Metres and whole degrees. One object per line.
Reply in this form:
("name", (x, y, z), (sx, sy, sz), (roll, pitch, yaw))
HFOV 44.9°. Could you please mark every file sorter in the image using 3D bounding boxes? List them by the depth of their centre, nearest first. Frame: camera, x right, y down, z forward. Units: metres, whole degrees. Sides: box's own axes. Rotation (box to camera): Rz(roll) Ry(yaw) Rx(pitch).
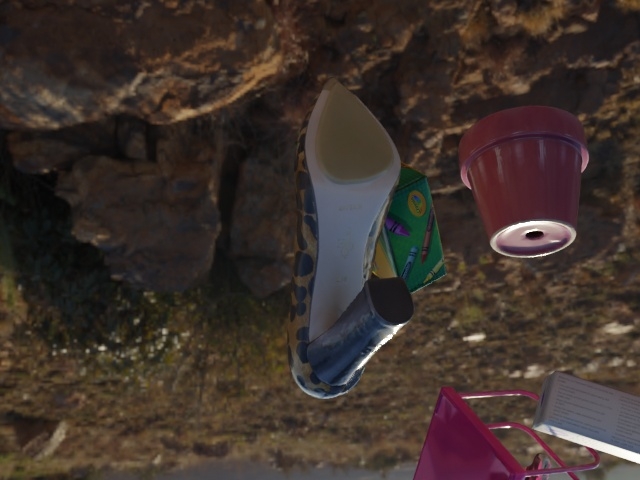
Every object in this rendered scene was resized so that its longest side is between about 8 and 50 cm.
("file sorter", (0.273, 0.400, 1.192), (0.182, 0.202, 0.291), (2, 114, -24))

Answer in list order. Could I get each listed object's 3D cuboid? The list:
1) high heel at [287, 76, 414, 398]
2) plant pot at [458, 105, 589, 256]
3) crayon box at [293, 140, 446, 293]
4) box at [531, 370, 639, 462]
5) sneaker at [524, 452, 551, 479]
("high heel", (0.000, 0.000, 0.686), (0.093, 0.261, 0.186), (5, 147, -22))
("plant pot", (0.322, -0.081, 1.214), (0.201, 0.180, 0.201), (1, 154, 0))
("crayon box", (0.069, -0.054, 1.164), (0.081, 0.278, 0.165), (-27, 122, -15))
("box", (0.408, 0.229, 0.868), (0.324, 0.067, 0.063), (16, 162, 8))
("sneaker", (0.308, 0.364, 1.167), (0.047, 0.057, 0.119), (-23, 131, -46))
